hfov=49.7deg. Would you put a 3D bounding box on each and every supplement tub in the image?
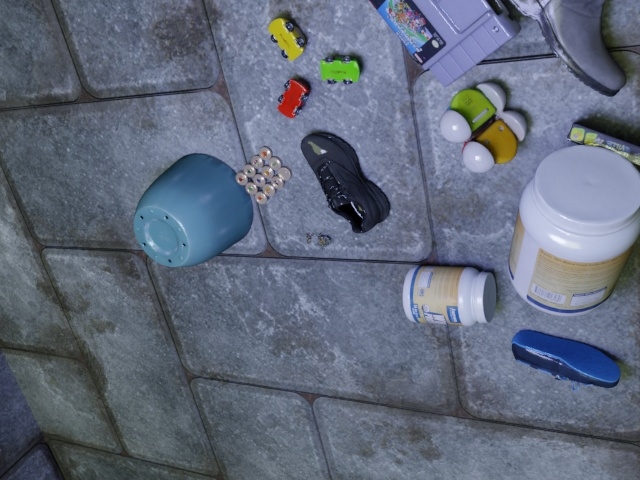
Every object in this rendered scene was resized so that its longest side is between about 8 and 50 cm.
[{"bbox_3d":[0.506,-0.015,1.387,0.228,0.228,0.316,18,149,19],"label":"supplement tub"},{"bbox_3d":[0.316,0.135,1.696,0.200,0.144,0.144,1,118,30],"label":"supplement tub"}]

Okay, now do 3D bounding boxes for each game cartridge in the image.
[{"bbox_3d":[0.209,-0.494,1.384,0.355,0.068,0.230,50,147,-6],"label":"game cartridge"}]

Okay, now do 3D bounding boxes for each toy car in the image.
[{"bbox_3d":[0.335,-0.236,1.479,0.182,0.159,0.136,51,166,-7],"label":"toy car"},{"bbox_3d":[-0.005,-0.400,1.611,0.225,0.053,0.239,8,123,25],"label":"toy car"}]

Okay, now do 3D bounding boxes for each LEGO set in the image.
[{"bbox_3d":[-0.001,-0.003,1.875,0.083,0.023,0.054,31,128,27],"label":"LEGO set"}]

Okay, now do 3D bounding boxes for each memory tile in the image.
[{"bbox_3d":[-0.153,-0.172,1.850,0.113,0.012,0.148,46,124,-4],"label":"memory tile"}]

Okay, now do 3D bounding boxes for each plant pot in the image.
[{"bbox_3d":[-0.370,-0.062,1.905,0.293,0.235,0.293,14,123,22],"label":"plant pot"}]

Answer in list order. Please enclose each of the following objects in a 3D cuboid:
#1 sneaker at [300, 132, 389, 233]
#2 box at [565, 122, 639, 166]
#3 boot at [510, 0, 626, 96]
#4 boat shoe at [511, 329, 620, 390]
[{"bbox_3d":[0.049,-0.140,1.690,0.286,0.130,0.109,48,132,-3],"label":"sneaker"},{"bbox_3d":[0.591,-0.180,1.367,0.207,0.114,0.036,24,106,15],"label":"box"},{"bbox_3d":[0.505,-0.444,1.263,0.338,0.118,0.223,45,125,-7],"label":"boot"},{"bbox_3d":[0.595,0.294,1.681,0.258,0.109,0.089,24,136,36],"label":"boat shoe"}]
